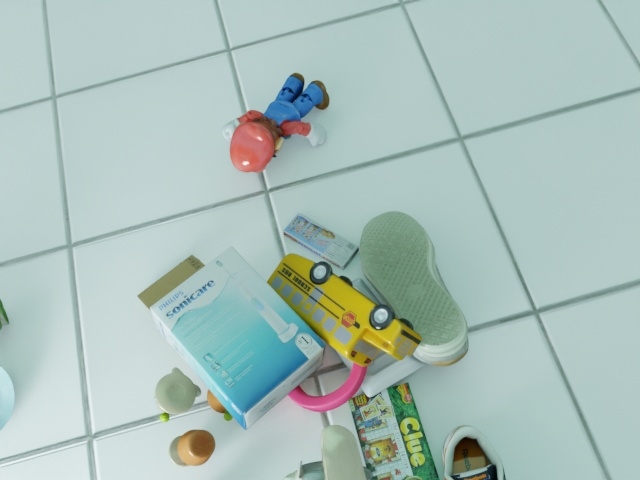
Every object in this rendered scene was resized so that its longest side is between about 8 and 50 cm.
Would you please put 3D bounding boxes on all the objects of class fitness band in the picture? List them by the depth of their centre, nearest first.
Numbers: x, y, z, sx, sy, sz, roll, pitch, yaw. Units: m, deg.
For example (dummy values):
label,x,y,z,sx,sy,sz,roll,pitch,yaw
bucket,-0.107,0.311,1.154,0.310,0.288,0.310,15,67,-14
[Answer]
label,x,y,z,sx,sy,sz,roll,pitch,yaw
fitness band,0.001,0.223,1.807,0.209,0.054,0.290,-24,56,17

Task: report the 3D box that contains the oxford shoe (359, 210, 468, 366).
label,x,y,z,sx,sy,sz,roll,pitch,yaw
oxford shoe,0.200,0.104,1.846,0.169,0.130,0.449,-24,44,0

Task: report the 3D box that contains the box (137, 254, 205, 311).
label,x,y,z,sx,sy,sz,roll,pitch,yaw
box,-0.314,0.115,1.906,0.164,0.021,0.201,-38,32,-14

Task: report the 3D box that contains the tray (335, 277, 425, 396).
label,x,y,z,sx,sy,sz,roll,pitch,yaw
tray,0.094,0.200,1.835,0.145,0.030,0.270,-30,54,-10

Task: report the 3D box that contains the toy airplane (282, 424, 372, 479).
label,x,y,z,sx,sy,sz,roll,pitch,yaw
toy airplane,0.047,0.588,1.521,0.384,0.272,0.386,43,57,-11

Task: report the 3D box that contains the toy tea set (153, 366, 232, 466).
label,x,y,z,sx,sy,sz,roll,pitch,yaw
toy tea set,-0.254,0.313,1.806,0.200,0.124,0.336,31,61,-9

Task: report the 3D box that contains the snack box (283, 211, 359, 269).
label,x,y,z,sx,sy,sz,roll,pitch,yaw
snack box,0.000,0.000,1.986,0.178,0.022,0.064,30,69,23

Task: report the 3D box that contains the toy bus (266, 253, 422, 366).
label,x,y,z,sx,sy,sz,roll,pitch,yaw
toy bus,0.042,0.145,1.719,0.333,0.108,0.130,35,89,37

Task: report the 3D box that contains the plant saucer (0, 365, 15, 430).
label,x,y,z,sx,sy,sz,roll,pitch,yaw
plant saucer,-0.765,0.353,1.854,0.195,0.037,0.195,1,75,-3

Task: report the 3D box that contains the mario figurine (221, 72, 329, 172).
label,x,y,z,sx,sy,sz,roll,pitch,yaw
mario figurine,-0.115,-0.275,2.134,0.198,0.170,0.320,-4,38,48

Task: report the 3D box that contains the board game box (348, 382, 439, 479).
label,x,y,z,sx,sy,sz,roll,pitch,yaw
board game box,0.152,0.424,1.710,0.136,0.030,0.259,-15,59,-4

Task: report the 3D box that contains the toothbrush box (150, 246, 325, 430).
label,x,y,z,sx,sy,sz,roll,pitch,yaw
toothbrush box,-0.167,0.194,1.710,0.216,0.126,0.295,-39,72,-21

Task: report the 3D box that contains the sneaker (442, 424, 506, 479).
label,x,y,z,sx,sy,sz,roll,pitch,yaw
sneaker,0.301,0.503,1.588,0.126,0.127,0.321,-16,60,-3

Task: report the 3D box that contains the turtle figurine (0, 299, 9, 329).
label,x,y,z,sx,sy,sz,roll,pitch,yaw
turtle figurine,-0.865,0.175,1.903,0.266,0.198,0.274,-20,62,-9
